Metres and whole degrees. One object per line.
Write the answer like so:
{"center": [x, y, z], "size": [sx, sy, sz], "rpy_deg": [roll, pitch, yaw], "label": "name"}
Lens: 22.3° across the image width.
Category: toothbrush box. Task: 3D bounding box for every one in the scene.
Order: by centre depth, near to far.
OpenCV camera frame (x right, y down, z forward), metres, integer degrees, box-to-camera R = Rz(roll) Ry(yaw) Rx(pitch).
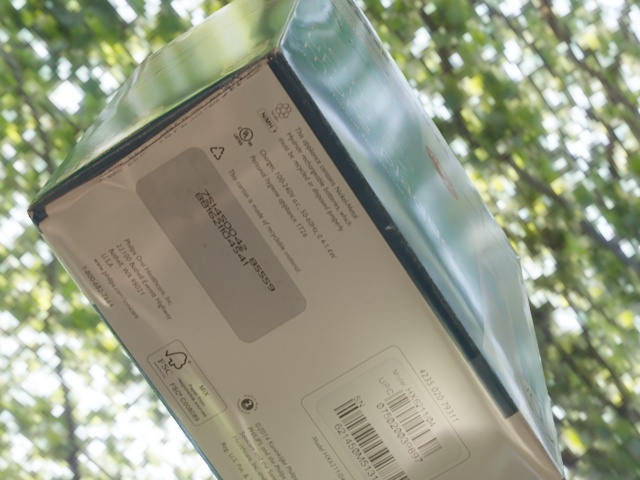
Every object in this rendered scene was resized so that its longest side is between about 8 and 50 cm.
{"center": [0.000, 0.000, 0.770], "size": [0.126, 0.216, 0.295], "rpy_deg": [-31, -167, 11], "label": "toothbrush box"}
